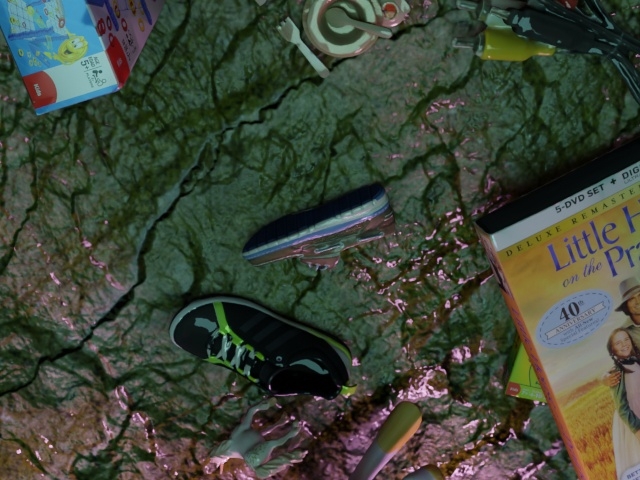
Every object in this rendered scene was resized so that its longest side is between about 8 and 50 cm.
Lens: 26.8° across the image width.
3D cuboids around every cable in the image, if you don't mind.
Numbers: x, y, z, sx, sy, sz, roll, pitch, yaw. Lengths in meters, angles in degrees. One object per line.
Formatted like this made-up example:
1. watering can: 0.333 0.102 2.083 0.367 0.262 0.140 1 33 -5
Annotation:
1. cable: 0.290 -0.227 1.447 0.287 0.072 0.140 18 102 -13

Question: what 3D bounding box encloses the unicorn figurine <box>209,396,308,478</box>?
1. unicorn figurine: -0.081 0.251 1.662 0.111 0.162 0.060 -39 104 -10

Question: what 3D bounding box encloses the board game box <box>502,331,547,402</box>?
1. board game box: 0.286 0.107 1.601 0.092 0.043 0.181 12 115 -3

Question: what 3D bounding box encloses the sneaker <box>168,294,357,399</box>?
1. sneaker: -0.067 0.132 1.601 0.234 0.097 0.084 13 115 -3

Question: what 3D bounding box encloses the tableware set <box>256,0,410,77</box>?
1. tableware set: -0.011 -0.273 1.427 0.128 0.039 0.194 -37 108 18

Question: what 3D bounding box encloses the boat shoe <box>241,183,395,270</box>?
1. boat shoe: 0.000 0.000 1.554 0.183 0.066 0.066 -20 114 12

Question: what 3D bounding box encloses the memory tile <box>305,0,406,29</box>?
1. memory tile: 0.036 -0.299 1.441 0.113 0.012 0.148 -1 115 4

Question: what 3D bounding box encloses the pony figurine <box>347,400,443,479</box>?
1. pony figurine: -0.008 0.380 1.565 0.302 0.363 0.351 36 115 16

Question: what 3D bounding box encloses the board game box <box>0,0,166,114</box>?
1. board game box: -0.258 -0.317 1.286 0.086 0.308 0.302 -15 114 9

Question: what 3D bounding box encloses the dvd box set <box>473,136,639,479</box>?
1. dvd box set: 0.387 0.094 1.538 0.307 0.062 0.420 -26 112 -4
